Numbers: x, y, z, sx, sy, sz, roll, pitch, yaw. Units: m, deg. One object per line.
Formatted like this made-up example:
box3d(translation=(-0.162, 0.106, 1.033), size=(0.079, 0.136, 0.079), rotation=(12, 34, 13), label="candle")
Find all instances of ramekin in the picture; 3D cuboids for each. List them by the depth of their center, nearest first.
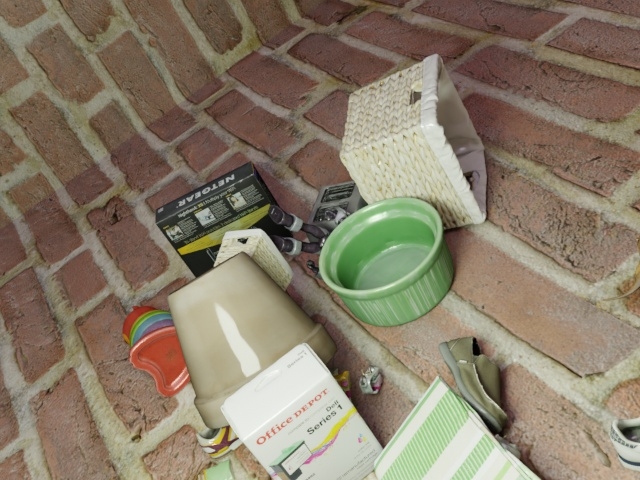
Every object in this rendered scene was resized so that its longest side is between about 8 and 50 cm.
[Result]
box3d(translation=(0.162, 0.056, 1.890), size=(0.303, 0.148, 0.303), rotation=(-19, 38, 16), label="ramekin")

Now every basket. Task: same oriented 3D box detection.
box3d(translation=(-0.156, 0.067, 1.870), size=(0.113, 0.167, 0.103), rotation=(-4, 46, 31), label="basket")
box3d(translation=(0.238, -0.224, 2.036), size=(0.266, 0.331, 0.328), rotation=(-17, 36, 23), label="basket")

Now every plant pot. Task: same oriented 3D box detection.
box3d(translation=(-0.171, 0.188, 1.707), size=(0.323, 0.280, 0.323), rotation=(-31, 3, 2), label="plant pot")

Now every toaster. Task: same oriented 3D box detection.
box3d(translation=(0.061, -0.061, 2.156), size=(0.185, 0.110, 0.168), rotation=(-8, 41, 29), label="toaster")

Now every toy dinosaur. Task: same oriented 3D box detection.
box3d(translation=(0.649, 0.061, 1.617), size=(0.112, 0.064, 0.211), rotation=(-22, 21, 45), label="toy dinosaur")

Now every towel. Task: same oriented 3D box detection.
box3d(translation=(0.227, 0.421, 1.420), size=(0.248, 0.038, 0.325), rotation=(-55, 35, 9), label="towel")

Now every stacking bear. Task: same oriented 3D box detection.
box3d(translation=(-0.428, 0.252, 2.101), size=(0.164, 0.175, 0.289), rotation=(-43, 28, -13), label="stacking bear")

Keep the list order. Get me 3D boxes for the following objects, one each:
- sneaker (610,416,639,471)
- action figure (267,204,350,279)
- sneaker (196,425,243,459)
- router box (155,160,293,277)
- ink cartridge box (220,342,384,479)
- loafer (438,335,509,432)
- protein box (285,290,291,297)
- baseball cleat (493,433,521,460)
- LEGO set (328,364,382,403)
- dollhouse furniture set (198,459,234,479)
box3d(translation=(0.587, 0.317, 1.298), size=(0.235, 0.095, 0.090), rotation=(-12, 37, 23), label="sneaker")
box3d(translation=(0.000, 0.000, 2.001), size=(0.099, 0.285, 0.186), rotation=(13, 86, 54), label="action figure")
box3d(translation=(-0.185, 0.398, 1.787), size=(0.185, 0.084, 0.069), rotation=(-41, 36, -14), label="sneaker")
box3d(translation=(-0.267, -0.047, 2.268), size=(0.308, 0.243, 0.081), rotation=(-26, 35, 7), label="router box")
box3d(translation=(-0.026, 0.364, 1.539), size=(0.201, 0.278, 0.117), rotation=(-37, 34, -8), label="ink cartridge box")
box3d(translation=(0.307, 0.264, 1.575), size=(0.087, 0.094, 0.251), rotation=(-32, 34, 6), label="loafer")
box3d(translation=(-0.157, 0.199, 1.969), size=(0.199, 0.136, 0.201), rotation=(-30, 34, 0), label="protein box")
box3d(translation=(0.266, 0.380, 1.483), size=(0.206, 0.072, 0.109), rotation=(14, 69, 57), label="baseball cleat")
box3d(translation=(-0.008, 0.339, 1.749), size=(0.286, 0.107, 0.132), rotation=(-10, 5, 35), label="LEGO set")
box3d(translation=(-0.221, 0.512, 1.694), size=(0.076, 0.059, 0.152), rotation=(-29, 34, 2), label="dollhouse furniture set")
